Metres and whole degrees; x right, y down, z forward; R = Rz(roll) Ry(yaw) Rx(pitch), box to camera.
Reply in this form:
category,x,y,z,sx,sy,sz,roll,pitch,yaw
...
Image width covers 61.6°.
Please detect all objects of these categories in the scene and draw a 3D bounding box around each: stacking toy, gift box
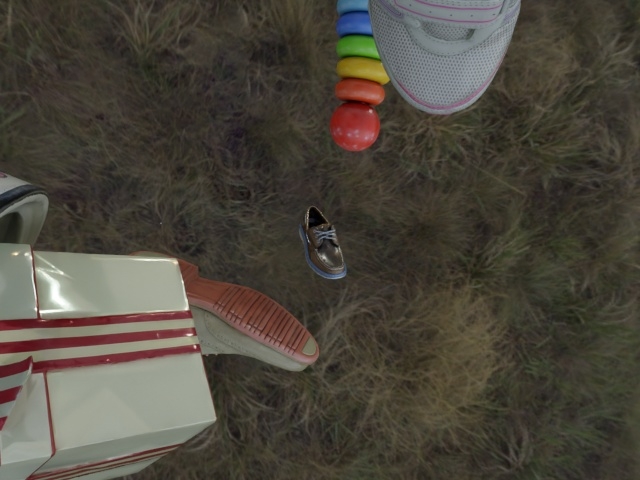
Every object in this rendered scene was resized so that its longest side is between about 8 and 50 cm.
category,x,y,z,sx,sy,sz,roll,pitch,yaw
stacking toy,0.077,-0.322,0.935,0.141,0.141,0.330,7,96,-17
gift box,-0.296,0.139,0.611,0.258,0.276,0.255,4,50,-44

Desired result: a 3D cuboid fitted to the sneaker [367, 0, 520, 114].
category,x,y,z,sx,sy,sz,roll,pitch,yaw
sneaker,0.069,-0.170,0.288,0.103,0.111,0.252,1,137,10

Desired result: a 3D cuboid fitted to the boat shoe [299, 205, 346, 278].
category,x,y,z,sx,sy,sz,roll,pitch,yaw
boat shoe,0.000,0.000,1.031,0.066,0.183,0.066,-9,129,-21

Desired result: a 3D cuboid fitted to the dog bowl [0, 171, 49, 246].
category,x,y,z,sx,sy,sz,roll,pitch,yaw
dog bowl,-0.451,0.077,0.512,0.150,0.408,0.408,35,82,-15

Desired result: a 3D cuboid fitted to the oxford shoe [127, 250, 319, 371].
category,x,y,z,sx,sy,sz,roll,pitch,yaw
oxford shoe,-0.195,0.159,1.010,0.397,0.140,0.146,25,107,8
